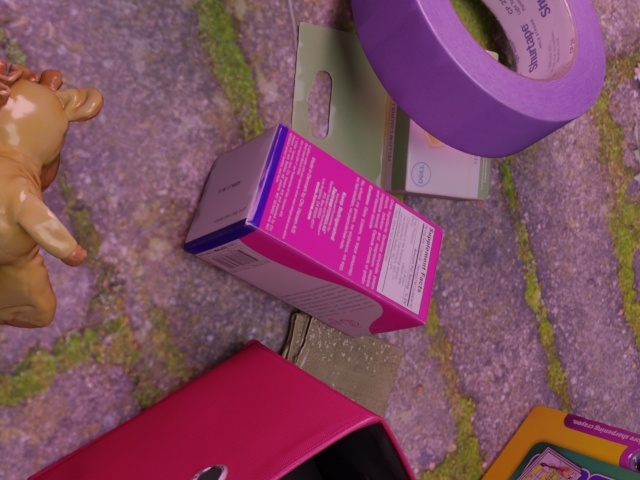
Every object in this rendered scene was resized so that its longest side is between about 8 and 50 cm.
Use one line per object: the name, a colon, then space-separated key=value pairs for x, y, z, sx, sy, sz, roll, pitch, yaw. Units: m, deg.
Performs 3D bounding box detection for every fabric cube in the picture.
fabric cube: x=-0.060 y=0.272 z=0.678 sx=0.254 sy=0.258 sz=0.259 roll=-31 pitch=108 yaw=-19

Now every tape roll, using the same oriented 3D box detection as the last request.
tape roll: x=0.169 y=-0.228 z=0.840 sx=0.275 sy=0.090 sz=0.275 roll=14 pitch=63 yaw=-28

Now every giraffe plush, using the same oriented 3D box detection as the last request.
giraffe plush: x=-0.257 y=-0.053 z=0.621 sx=0.181 sy=0.210 sz=0.170 roll=25 pitch=51 yaw=-27

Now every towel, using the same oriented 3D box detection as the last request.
towel: x=0.020 y=0.142 z=0.867 sx=0.148 sy=0.027 sz=0.110 roll=23 pitch=80 yaw=-29

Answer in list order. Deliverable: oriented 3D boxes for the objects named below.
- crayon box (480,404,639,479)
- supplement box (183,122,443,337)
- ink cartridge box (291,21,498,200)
crayon box: x=0.299 y=0.360 z=0.854 sx=0.313 sy=0.363 sz=0.106 roll=-47 pitch=115 yaw=-20
supplement box: x=0.000 y=0.000 z=0.784 sx=0.220 sy=0.111 sz=0.114 roll=32 pitch=60 yaw=-29
ink cartridge box: x=0.085 y=-0.136 z=0.875 sx=0.235 sy=0.056 sz=0.171 roll=4 pitch=91 yaw=-33
